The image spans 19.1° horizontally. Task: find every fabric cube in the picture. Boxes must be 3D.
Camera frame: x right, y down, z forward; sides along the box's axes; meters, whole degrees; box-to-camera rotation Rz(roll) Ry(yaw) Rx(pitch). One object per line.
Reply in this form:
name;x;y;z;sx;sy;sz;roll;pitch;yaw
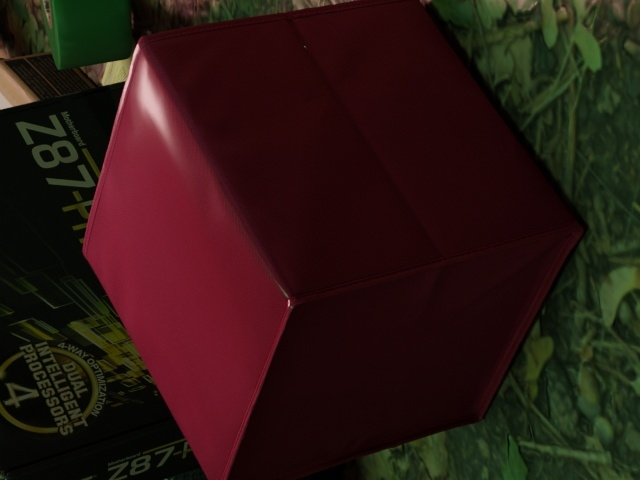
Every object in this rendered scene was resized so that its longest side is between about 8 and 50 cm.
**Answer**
fabric cube;0.000;0.000;1.455;0.258;0.259;0.254;57;145;30

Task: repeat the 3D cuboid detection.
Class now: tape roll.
tape roll;-0.251;-0.332;1.880;0.321;0.077;0.321;169;90;-80

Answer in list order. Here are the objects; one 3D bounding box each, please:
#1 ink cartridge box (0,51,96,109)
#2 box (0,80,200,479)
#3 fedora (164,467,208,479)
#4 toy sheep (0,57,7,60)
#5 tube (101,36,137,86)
ink cartridge box;-0.300;-0.070;2.166;0.193;0.088;0.235;44;137;49
box;-0.208;0.040;1.700;0.395;0.318;0.097;58;150;34
fedora;-0.126;0.229;1.817;0.334;0.152;0.334;172;90;-80
toy sheep;-0.388;-0.173;2.287;0.091;0.091;0.132;35;140;52
tube;-0.178;-0.124;1.957;0.062;0.070;0.240;42;-166;-50
